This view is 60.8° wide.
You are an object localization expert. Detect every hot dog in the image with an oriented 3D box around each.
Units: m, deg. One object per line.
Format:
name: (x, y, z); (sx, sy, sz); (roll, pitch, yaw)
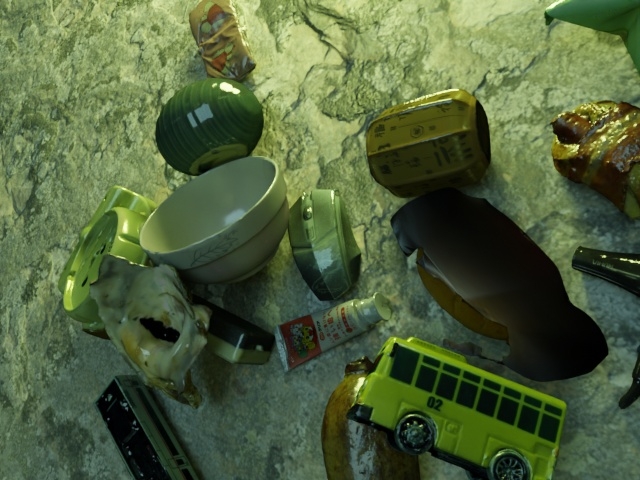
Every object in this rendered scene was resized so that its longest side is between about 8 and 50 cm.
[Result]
hot dog: (0.421, -0.122, 0.769); (0.213, 0.103, 0.146); (36, 115, 34)
hot dog: (0.246, 0.075, 0.818); (0.194, 0.107, 0.325); (-27, 69, 2)

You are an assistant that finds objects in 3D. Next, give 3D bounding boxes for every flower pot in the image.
flower pot: (-0.228, -0.228, 1.119); (0.243, 0.189, 0.157); (-26, 71, 32)

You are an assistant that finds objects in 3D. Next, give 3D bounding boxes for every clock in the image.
clock: (-0.429, 0.055, 1.138); (0.286, 0.117, 0.348); (-59, 35, 3)

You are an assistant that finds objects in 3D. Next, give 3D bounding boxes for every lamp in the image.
lamp: (0.177, -0.156, 0.896); (0.185, 0.161, 0.161); (-8, 74, 27)

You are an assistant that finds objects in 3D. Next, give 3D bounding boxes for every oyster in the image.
oyster: (-0.281, 0.154, 0.961); (0.275, 0.100, 0.271); (39, 129, 4)

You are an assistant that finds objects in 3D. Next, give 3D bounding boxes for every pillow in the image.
pillow: (-0.228, -0.465, 1.266); (0.135, 0.049, 0.248); (-28, 69, 22)

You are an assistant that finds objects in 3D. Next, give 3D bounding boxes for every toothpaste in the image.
toothpaste: (0.014, 0.157, 0.969); (0.234, 0.057, 0.089); (-28, 66, 29)

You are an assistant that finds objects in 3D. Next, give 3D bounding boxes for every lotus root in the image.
lotus root: (0.076, 0.312, 0.845); (0.145, 0.128, 0.259); (-11, 74, 13)

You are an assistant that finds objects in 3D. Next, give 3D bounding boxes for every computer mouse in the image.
computer mouse: (-0.003, 0.000, 1.003); (0.126, 0.071, 0.231); (-23, 66, 23)

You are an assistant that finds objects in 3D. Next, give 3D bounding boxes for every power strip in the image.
power strip: (-0.210, 0.168, 1.055); (0.257, 0.105, 0.069); (19, 89, 32)

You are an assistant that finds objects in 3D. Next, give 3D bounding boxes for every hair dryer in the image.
hair dryer: (0.426, 0.121, 0.743); (0.196, 0.075, 0.218); (17, 93, 41)

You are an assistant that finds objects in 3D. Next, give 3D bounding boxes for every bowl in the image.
bowl: (-0.178, -0.021, 1.027); (0.287, 0.143, 0.286); (-19, 31, 12)

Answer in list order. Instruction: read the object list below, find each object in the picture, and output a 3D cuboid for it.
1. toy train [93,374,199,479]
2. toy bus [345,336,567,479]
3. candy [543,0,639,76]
toy train: (-0.303, 0.438, 1.047); (0.086, 0.088, 0.407); (-50, 60, 11)
toy bus: (0.179, 0.234, 0.744); (0.262, 0.128, 0.149); (21, 71, 6)
candy: (0.536, -0.288, 0.747); (0.263, 0.172, 0.397); (-44, 80, 24)
